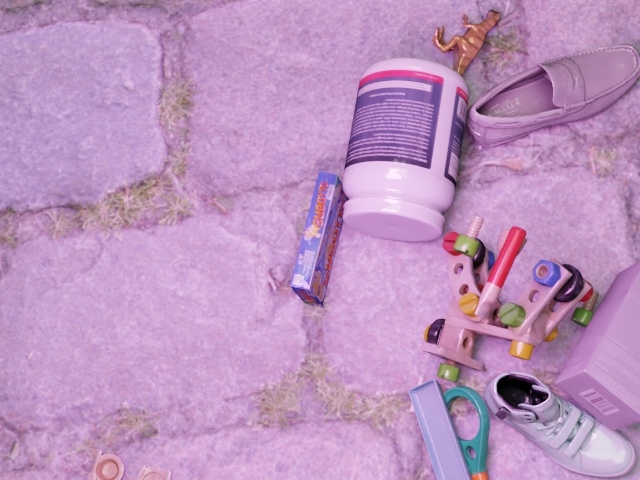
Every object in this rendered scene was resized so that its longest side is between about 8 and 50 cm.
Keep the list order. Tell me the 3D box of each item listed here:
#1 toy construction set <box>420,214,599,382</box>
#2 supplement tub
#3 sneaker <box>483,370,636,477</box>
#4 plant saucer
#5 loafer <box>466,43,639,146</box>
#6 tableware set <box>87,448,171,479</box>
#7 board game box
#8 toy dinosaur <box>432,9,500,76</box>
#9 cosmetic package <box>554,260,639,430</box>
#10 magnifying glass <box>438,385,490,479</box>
[{"bbox_3d":[0.262,0.116,1.549,0.258,0.309,0.237,23,84,22],"label":"toy construction set"},{"bbox_3d":[0.141,-0.151,1.685,0.191,0.191,0.272,8,75,11],"label":"supplement tub"},{"bbox_3d":[0.369,0.286,1.548,0.256,0.151,0.094,26,78,14],"label":"sneaker"},{"bbox_3d":[0.197,0.321,1.618,0.067,0.018,0.192,-36,64,45],"label":"plant saucer"},{"bbox_3d":[0.402,-0.254,1.714,0.320,0.111,0.112,-25,72,1],"label":"loafer"},{"bbox_3d":[-0.335,0.434,1.687,0.169,0.020,0.141,16,78,13],"label":"tableware set"},{"bbox_3d":[0.000,0.000,1.695,0.035,0.136,0.201,11,77,12],"label":"board game box"},{"bbox_3d":[0.254,-0.337,1.787,0.112,0.064,0.211,24,80,13],"label":"toy dinosaur"},{"bbox_3d":[0.481,0.157,1.549,0.127,0.107,0.238,39,63,0],"label":"cosmetic package"},{"bbox_3d":[0.245,0.346,1.600,0.092,0.026,0.230,-23,75,46],"label":"magnifying glass"}]
